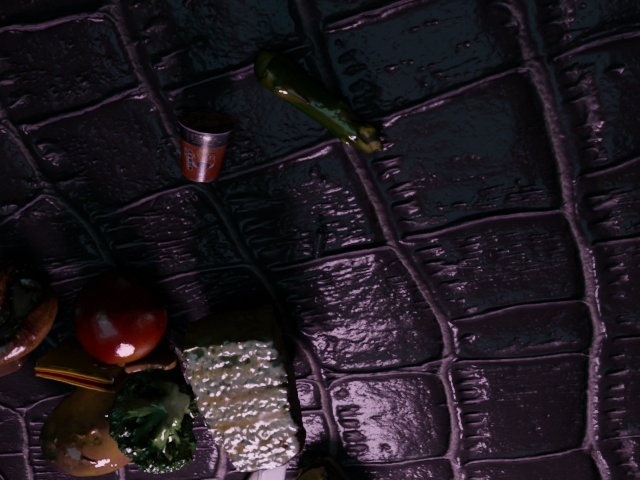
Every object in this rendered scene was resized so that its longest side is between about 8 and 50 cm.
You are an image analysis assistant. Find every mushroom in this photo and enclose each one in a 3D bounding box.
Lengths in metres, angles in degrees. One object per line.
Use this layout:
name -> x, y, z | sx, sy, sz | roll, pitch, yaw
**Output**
mushroom -> -0.832, 0.187, 1.512 | 0.263, 0.195, 0.284 | 10, 89, 10

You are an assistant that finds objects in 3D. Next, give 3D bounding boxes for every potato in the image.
potato -> -0.635, 0.560, 1.629 | 0.288, 0.237, 0.301 | -4, 113, 11

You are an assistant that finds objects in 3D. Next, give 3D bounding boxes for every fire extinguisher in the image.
fire extinguisher -> 0.000, 0.000, 1.382 | 0.038, 0.025, 0.083 | -6, 120, -29

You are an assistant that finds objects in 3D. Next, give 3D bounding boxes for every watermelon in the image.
watermelon -> -0.367, 0.325, 1.564 | 0.081, 0.094, 0.180 | -3, 132, 7

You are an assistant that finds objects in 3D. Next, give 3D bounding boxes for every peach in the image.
peach -> -0.514, 0.195, 1.464 | 0.243, 0.199, 0.244 | 0, 108, 1

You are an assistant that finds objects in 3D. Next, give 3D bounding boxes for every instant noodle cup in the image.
instant noodle cup -> -0.265, -0.210, 1.286 | 0.127, 0.127, 0.136 | 17, 124, 2

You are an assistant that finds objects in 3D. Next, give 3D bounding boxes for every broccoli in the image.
broccoli -> -0.432, 0.471, 1.535 | 0.245, 0.264, 0.295 | -29, 66, 48

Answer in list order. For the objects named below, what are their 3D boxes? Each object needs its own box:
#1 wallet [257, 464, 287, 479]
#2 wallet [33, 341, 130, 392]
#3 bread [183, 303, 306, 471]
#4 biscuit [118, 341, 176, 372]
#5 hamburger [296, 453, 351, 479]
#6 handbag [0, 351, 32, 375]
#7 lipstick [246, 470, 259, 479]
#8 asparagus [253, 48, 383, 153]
wallet -> -0.150, 0.727, 1.712 | 0.095, 0.033, 0.190 | -10, 123, -32
wallet -> -0.643, 0.338, 1.578 | 0.241, 0.141, 0.067 | 9, 112, 9
bread -> -0.176, 0.349, 1.454 | 0.239, 0.264, 0.396 | -14, 112, 3
biscuit -> -0.478, 0.309, 1.539 | 0.250, 0.162, 0.035 | 12, 106, 38
hamburger -> 0.011, 0.780, 1.677 | 0.211, 0.132, 0.309 | -32, 107, 19
handbag -> -0.934, 0.296, 1.654 | 0.151, 0.072, 0.194 | -13, 110, 15
lipstick -> -0.205, 0.734, 1.743 | 0.038, 0.038, 0.131 | 28, 115, -3
asparagus -> -0.003, -0.290, 1.220 | 0.343, 0.085, 0.082 | 37, 91, -5
